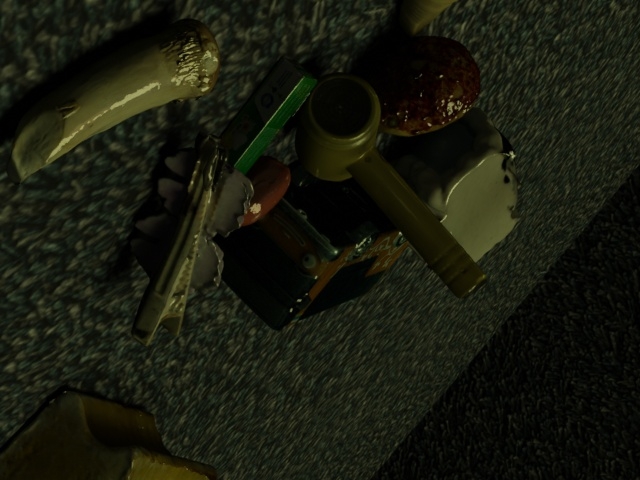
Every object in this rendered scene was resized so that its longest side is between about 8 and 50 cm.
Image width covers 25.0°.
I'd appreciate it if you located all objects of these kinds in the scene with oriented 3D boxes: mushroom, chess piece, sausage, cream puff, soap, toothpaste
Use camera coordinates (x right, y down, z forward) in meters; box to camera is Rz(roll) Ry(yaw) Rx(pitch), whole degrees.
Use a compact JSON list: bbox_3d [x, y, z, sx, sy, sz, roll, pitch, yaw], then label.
[{"bbox_3d":[-0.178,-0.116,1.207,0.209,0.071,0.084,-34,-169,-27],"label":"mushroom"},{"bbox_3d":[0.127,-0.283,1.552,0.090,0.090,0.200,-43,174,-10],"label":"chess piece"},{"bbox_3d":[-0.075,-0.055,1.593,0.094,0.059,0.054,-41,-175,-22],"label":"sausage"},{"bbox_3d":[0.110,-0.182,1.648,0.149,0.149,0.084,-39,122,-23],"label":"cream puff"},{"bbox_3d":[-0.306,0.354,1.793,0.304,0.169,0.338,-46,162,0],"label":"soap"},{"bbox_3d":[-0.074,-0.111,1.511,0.178,0.037,0.043,-51,159,14],"label":"toothpaste"}]

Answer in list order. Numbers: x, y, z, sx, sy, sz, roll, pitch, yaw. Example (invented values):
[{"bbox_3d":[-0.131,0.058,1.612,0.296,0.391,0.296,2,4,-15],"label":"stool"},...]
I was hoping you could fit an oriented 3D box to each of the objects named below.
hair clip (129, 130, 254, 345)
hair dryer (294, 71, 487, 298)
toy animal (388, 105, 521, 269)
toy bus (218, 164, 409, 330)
[{"bbox_3d":[-0.141,-0.005,1.475,0.084,0.106,0.292,-47,165,-48],"label":"hair clip"},{"bbox_3d":[0.080,-0.054,1.560,0.090,0.279,0.135,-39,171,-12],"label":"hair dryer"},{"bbox_3d":[0.177,-0.076,1.991,0.204,0.156,0.208,-40,146,-11],"label":"toy animal"},{"bbox_3d":[0.000,0.000,1.774,0.167,0.138,0.275,-52,165,23],"label":"toy bus"}]
